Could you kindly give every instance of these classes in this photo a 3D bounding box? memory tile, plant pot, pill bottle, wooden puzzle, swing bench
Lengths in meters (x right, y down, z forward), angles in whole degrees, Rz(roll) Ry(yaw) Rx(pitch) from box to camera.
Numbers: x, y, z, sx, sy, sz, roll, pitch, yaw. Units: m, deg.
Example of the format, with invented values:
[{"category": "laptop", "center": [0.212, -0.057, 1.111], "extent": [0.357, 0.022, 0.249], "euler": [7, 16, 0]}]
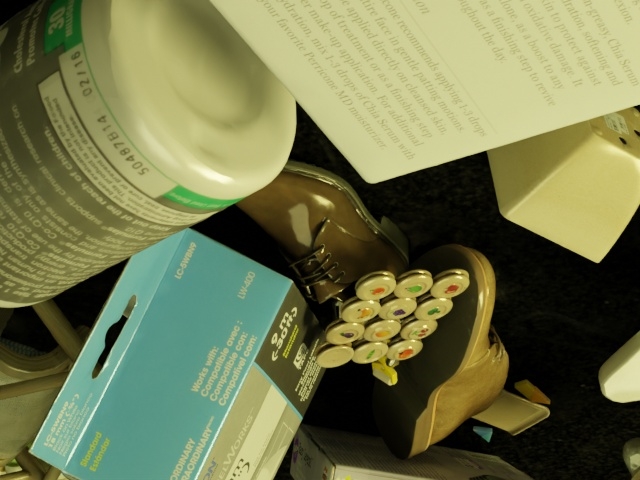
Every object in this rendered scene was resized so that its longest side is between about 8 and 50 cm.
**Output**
[{"category": "memory tile", "center": [0.064, 0.072, 1.408], "extent": [0.113, 0.012, 0.148], "euler": [0, 145, -24]}, {"category": "plant pot", "center": [0.211, -0.066, 1.257], "extent": [0.109, 0.109, 0.096], "euler": [25, 128, -27]}, {"category": "pill bottle", "center": [-0.212, -0.068, 1.202], "extent": [0.361, 0.204, 0.204], "euler": [-26, 136, 34]}, {"category": "wooden puzzle", "center": [0.205, 0.185, 1.693], "extent": [0.078, 0.014, 0.116], "euler": [32, 136, -28]}, {"category": "swing bench", "center": [-0.332, 0.105, 1.456], "extent": [0.165, 0.255, 0.253], "euler": [-10, 155, -30]}]

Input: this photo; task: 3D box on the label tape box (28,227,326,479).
[{"category": "label tape box", "center": [-0.108, 0.140, 1.381], "extent": [0.106, 0.241, 0.334], "euler": [22, 166, 17]}]

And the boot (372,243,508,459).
[{"category": "boot", "center": [0.135, 0.098, 1.528], "extent": [0.115, 0.112, 0.305], "euler": [-17, 147, -22]}]

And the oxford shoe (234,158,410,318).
[{"category": "oxford shoe", "center": [0.000, 0.000, 1.375], "extent": [0.083, 0.096, 0.227], "euler": [-26, 134, 38]}]

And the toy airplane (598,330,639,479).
[{"category": "toy airplane", "center": [0.448, 0.146, 1.439], "extent": [0.386, 0.272, 0.384], "euler": [0, 108, 20]}]

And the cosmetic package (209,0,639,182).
[{"category": "cosmetic package", "center": [0.177, -0.215, 0.988], "extent": [0.453, 0.161, 0.230], "euler": [-15, 141, 25]}]

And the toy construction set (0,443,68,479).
[{"category": "toy construction set", "center": [-0.378, 0.239, 1.654], "extent": [0.327, 0.215, 0.151], "euler": [8, 113, 1]}]

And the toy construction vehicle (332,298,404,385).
[{"category": "toy construction vehicle", "center": [0.055, 0.088, 1.515], "extent": [0.086, 0.035, 0.098], "euler": [28, 139, 36]}]

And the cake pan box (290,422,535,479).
[{"category": "cake pan box", "center": [0.103, 0.263, 1.661], "extent": [0.245, 0.070, 0.267], "euler": [12, -179, -11]}]

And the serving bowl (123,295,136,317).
[{"category": "serving bowl", "center": [-0.161, 0.053, 1.524], "extent": [0.083, 0.027, 0.083], "euler": [2, 145, 2]}]
